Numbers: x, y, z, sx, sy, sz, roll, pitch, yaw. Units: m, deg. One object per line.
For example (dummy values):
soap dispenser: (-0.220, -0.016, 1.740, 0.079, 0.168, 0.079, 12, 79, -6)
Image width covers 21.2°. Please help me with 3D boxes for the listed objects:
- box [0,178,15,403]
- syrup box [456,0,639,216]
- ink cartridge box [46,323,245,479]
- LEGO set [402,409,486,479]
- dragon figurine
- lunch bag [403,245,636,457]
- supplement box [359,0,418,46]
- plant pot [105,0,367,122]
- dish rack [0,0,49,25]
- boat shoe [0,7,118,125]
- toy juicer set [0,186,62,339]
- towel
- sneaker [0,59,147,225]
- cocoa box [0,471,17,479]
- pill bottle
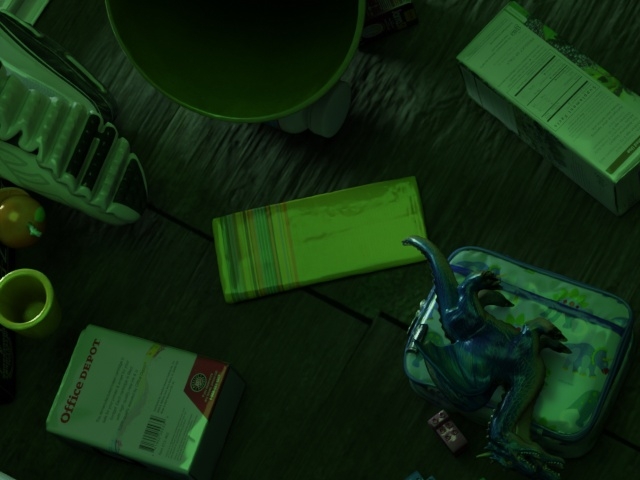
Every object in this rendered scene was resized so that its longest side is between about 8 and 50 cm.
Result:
box: (-0.551, 0.053, 1.968, 0.395, 0.097, 0.318, -10, 68, 10)
syrup box: (0.265, -0.142, 1.842, 0.096, 0.093, 0.237, -46, 65, -7)
ink cartridge box: (-0.187, 0.177, 1.837, 0.175, 0.072, 0.127, 14, 73, 19)
LEGO set: (0.147, 0.271, 1.702, 0.087, 0.093, 0.227, -37, 64, -2)
dragon figurine: (0.145, 0.112, 1.673, 0.289, 0.085, 0.144, 41, 84, 21)
lunch bag: (0.205, 0.109, 1.759, 0.219, 0.090, 0.176, 22, 72, 20)
supplement box: (0.065, -0.263, 1.965, 0.083, 0.055, 0.043, -22, 66, 5)
plant pot: (-0.057, -0.305, 1.856, 0.275, 0.274, 0.293, 5, 25, 12)
dish rack: (-0.479, -0.327, 2.122, 0.285, 0.072, 0.333, 26, 78, 21)
boat shoe: (-0.386, -0.213, 1.999, 0.335, 0.119, 0.121, 39, 115, 4)
toy juicer set: (-0.447, 0.026, 1.856, 0.329, 0.089, 0.209, -10, 66, 7)
towel: (0.000, 0.000, 1.894, 0.237, 0.021, 0.102, -12, 71, 8)
sneaker: (-0.324, -0.105, 1.893, 0.292, 0.118, 0.110, 34, 46, -11)
cocoa box: (-0.269, 0.389, 1.684, 0.347, 0.228, 0.231, 25, 77, 22)
pill bottle: (-0.050, -0.173, 1.938, 0.160, 0.087, 0.087, 22, 75, 21)
